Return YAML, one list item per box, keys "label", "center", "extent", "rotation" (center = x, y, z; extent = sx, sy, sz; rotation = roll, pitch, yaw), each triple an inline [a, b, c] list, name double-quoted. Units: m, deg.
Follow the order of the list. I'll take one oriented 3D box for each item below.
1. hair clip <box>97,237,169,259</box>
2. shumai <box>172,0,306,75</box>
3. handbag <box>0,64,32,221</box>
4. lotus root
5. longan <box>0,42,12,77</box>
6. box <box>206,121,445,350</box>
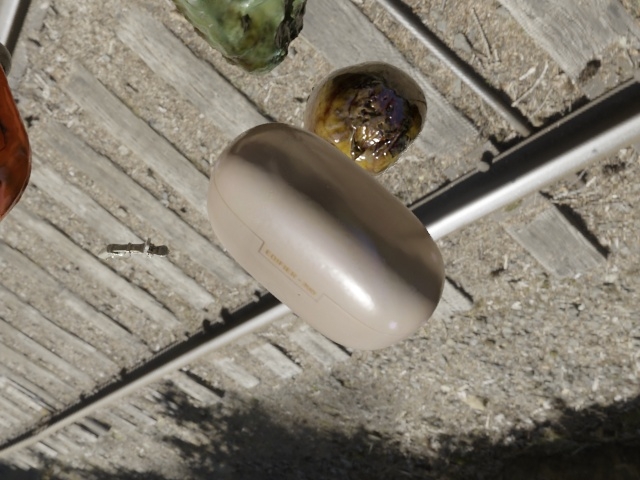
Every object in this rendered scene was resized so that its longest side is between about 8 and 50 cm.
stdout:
- label: "hair clip"
  center: [-0.504, 0.022, 1.441]
  extent: [0.226, 0.034, 0.072]
  rotation: [-3, 156, 23]
- label: "shumai"
  center: [-0.087, -0.447, 0.692]
  extent: [0.348, 0.395, 0.395]
  rotation: [-39, 112, 11]
- label: "handbag"
  center: [-0.450, -0.148, 0.570]
  extent: [0.303, 0.116, 0.410]
  rotation: [-39, 68, 29]
- label: "lotus root"
  center: [0.093, -0.263, 1.178]
  extent: [0.272, 0.272, 0.192]
  rotation: [31, -179, -5]
- label: "longan"
  center: [-0.620, -0.334, 1.013]
  extent: [0.106, 0.106, 0.119]
  rotation: [32, 116, -7]
- label: "box"
  center: [0.000, 0.000, 0.431]
  extent: [0.200, 0.088, 0.146]
  rotation: [40, 147, 3]
